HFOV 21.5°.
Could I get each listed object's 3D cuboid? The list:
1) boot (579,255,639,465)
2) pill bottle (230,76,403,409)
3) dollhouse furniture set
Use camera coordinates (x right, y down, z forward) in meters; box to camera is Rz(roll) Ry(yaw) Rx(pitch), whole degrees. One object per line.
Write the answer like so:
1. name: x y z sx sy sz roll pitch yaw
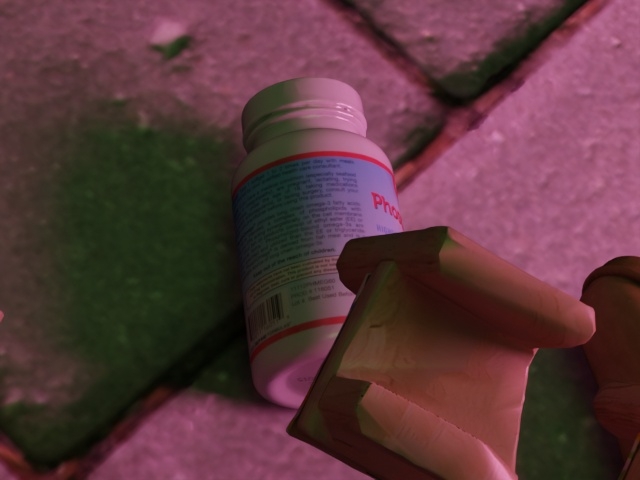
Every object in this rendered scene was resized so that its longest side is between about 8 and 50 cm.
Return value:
1. boot: 0.126 0.155 0.819 0.269 0.089 0.236 -29 73 -27
2. pill bottle: 0.000 0.000 0.866 0.087 0.087 0.160 1 62 -17
3. dollhouse furniture set: -0.064 0.159 0.668 0.394 0.256 0.362 30 80 -14
